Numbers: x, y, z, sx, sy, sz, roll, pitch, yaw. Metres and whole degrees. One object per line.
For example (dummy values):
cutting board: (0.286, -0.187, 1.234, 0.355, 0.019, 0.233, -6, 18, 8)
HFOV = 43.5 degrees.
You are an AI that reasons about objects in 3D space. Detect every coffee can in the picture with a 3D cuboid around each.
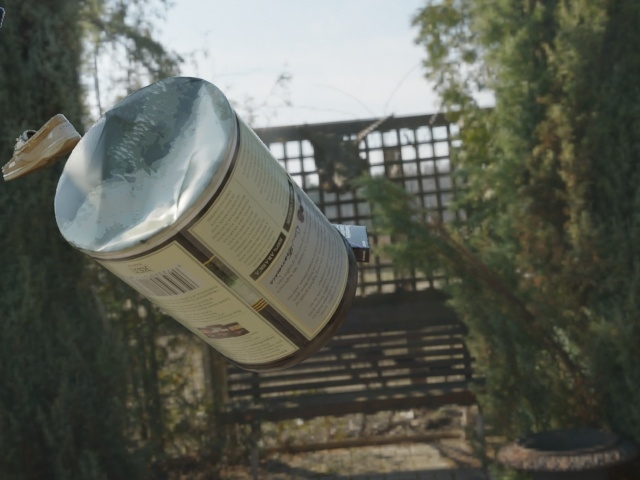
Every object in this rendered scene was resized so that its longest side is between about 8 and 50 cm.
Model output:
coffee can: (-0.106, -0.007, 0.842, 0.201, 0.201, 0.275, -5, -33, 28)

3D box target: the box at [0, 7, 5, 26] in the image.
box: (-0.778, -0.334, 1.410, 0.312, 0.179, 0.343, 18, -18, -34)

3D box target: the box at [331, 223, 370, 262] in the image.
box: (0.000, 0.000, 1.334, 0.162, 0.029, 0.116, 5, 19, -3)

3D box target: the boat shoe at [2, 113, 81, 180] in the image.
boat shoe: (-0.435, -0.143, 1.231, 0.170, 0.059, 0.063, -23, 7, 30)
